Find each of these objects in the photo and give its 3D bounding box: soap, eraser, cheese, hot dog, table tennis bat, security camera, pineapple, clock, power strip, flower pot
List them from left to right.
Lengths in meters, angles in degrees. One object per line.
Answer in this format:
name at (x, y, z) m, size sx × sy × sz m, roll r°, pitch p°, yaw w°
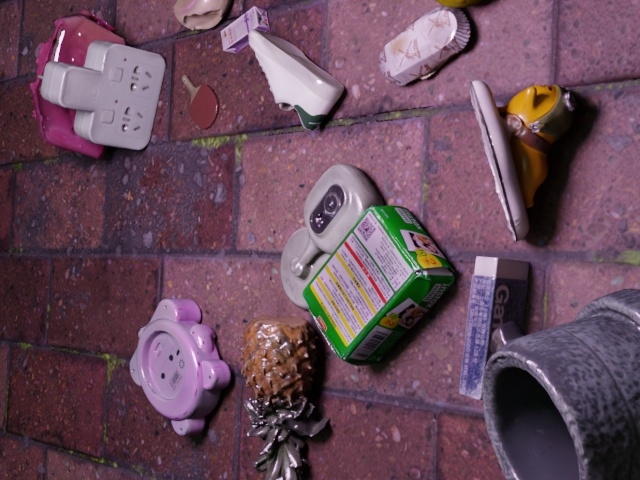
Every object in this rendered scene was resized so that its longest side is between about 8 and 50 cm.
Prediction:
soap at (-0.564, -0.374, 2.195) m, size 0.127 × 0.220 × 0.325 m, roll 27°, pitch 98°, yaw 53°
power strip at (-0.506, -0.338, 2.104) m, size 0.141 × 0.261 × 0.229 m, roll 21°, pitch 101°, yaw 43°
clock at (-0.296, 0.269, 1.961) m, size 0.248 × 0.090 × 0.227 m, roll 47°, pitch 119°, yaw 35°
table tennis bat at (-0.267, -0.310, 2.040) m, size 0.156 × 0.013 × 0.087 m, roll 54°, pitch 124°, yaw 32°
cheese at (-0.256, -0.603, 2.011) m, size 0.163 × 0.082 × 0.286 m, roll -16°, pitch 73°, yaw 43°
pineapple at (-0.069, 0.296, 1.705) m, size 0.170 × 0.141 × 0.310 m, roll 2°, pitch 95°, yaw 21°
security camera at (0.000, 0.000, 1.698) m, size 0.301 × 0.080 × 0.157 m, roll -54°, pitch 53°, yaw 31°
hot dog at (0.173, -0.327, 1.569) m, size 0.192 × 0.053 × 0.099 m, roll -30°, pitch 64°, yaw 43°
eraser at (0.264, 0.132, 1.406) m, size 0.046 × 0.092 × 0.212 m, roll 6°, pitch 89°, yaw 46°
flower pot at (0.372, 0.208, 1.169) m, size 0.299 × 0.282 × 0.299 m, roll 164°, pitch 90°, yaw -74°

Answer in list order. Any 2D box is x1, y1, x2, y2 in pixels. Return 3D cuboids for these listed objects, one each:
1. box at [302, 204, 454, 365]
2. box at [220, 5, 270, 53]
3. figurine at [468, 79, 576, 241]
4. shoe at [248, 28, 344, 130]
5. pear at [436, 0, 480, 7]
box at (0.095, 0.077, 1.575) m, size 0.250 × 0.103 × 0.180 m, roll -51°, pitch 54°, yaw 27°
box at (-0.157, -0.435, 1.922) m, size 0.117 × 0.036 × 0.051 m, roll -22°, pitch 71°, yaw 43°
figurine at (0.320, -0.136, 1.385) m, size 0.141 × 0.166 × 0.250 m, roll -16°, pitch 101°, yaw 7°
shoe at (-0.069, -0.311, 1.782) m, size 0.265 × 0.095 × 0.110 m, roll 42°, pitch 116°, yaw 36°
pear at (0.228, -0.426, 1.485) m, size 0.131 × 0.107 × 0.107 m, roll -4°, pitch 83°, yaw 48°
